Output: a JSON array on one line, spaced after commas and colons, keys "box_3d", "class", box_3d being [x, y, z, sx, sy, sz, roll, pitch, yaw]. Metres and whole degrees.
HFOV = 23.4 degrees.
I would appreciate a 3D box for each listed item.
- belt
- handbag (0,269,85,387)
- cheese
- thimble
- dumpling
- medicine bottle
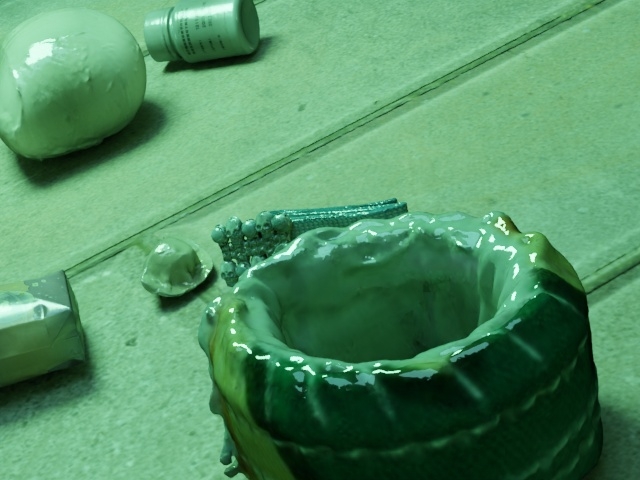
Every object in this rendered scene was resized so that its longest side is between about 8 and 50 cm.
[{"box_3d": [-0.001, -0.005, 1.393, 0.179, 0.065, 0.100, -7, 8, 42], "class": "belt"}, {"box_3d": [-0.303, 0.091, 1.408, 0.173, 0.095, 0.117, -14, 20, -8], "class": "handbag"}, {"box_3d": [-0.299, -0.189, 1.808, 0.189, 0.154, 0.198, -17, 29, -10], "class": "cheese"}, {"box_3d": [0.057, 0.099, 1.118, 0.288, 0.167, 0.254, -4, 31, 21], "class": "thimble"}, {"box_3d": [-0.137, 0.027, 1.475, 0.052, 0.057, 0.076, -52, -1, 10], "class": "dumpling"}, {"box_3d": [-0.148, -0.262, 1.921, 0.130, 0.080, 0.080, -7, 31, 20], "class": "medicine bottle"}]
